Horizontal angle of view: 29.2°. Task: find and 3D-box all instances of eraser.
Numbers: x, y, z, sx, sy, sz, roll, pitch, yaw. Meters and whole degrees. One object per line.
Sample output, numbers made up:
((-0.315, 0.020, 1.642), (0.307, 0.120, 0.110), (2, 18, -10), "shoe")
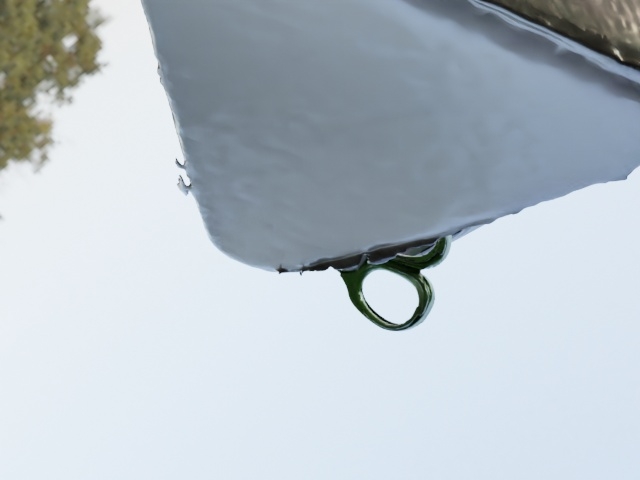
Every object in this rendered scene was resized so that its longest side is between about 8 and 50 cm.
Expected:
((0.063, -0.121, 0.739), (0.331, 0.331, 0.150), (-23, -135, 35), "eraser")

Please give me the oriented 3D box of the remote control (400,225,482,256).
((0.113, -0.025, 1.257), (0.166, 0.065, 0.029), (-26, 157, -37), "remote control")

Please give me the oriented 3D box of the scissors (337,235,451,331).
((0.000, 0.000, 0.967), (0.204, 0.027, 0.101), (17, -88, 23), "scissors")
